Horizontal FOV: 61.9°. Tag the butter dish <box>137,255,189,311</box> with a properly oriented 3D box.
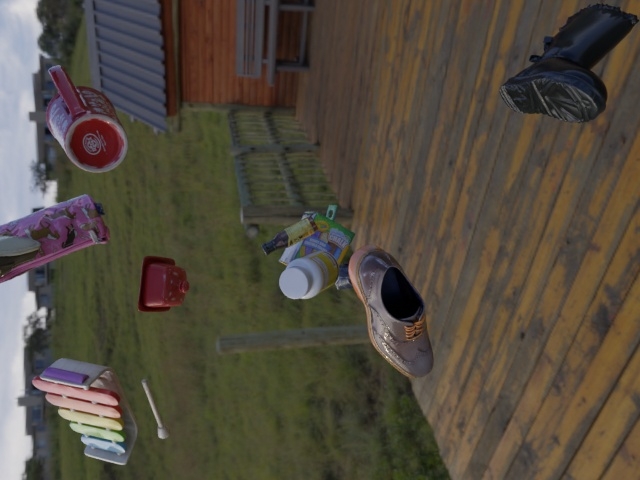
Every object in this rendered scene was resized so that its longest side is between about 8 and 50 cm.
[{"bbox_3d":[-0.431,0.129,1.530,0.160,0.118,0.160,21,-107,-71],"label":"butter dish"}]

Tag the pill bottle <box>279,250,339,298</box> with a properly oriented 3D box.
[{"bbox_3d":[-0.018,0.055,0.838,0.116,0.065,0.065,-18,-69,-66],"label":"pill bottle"}]

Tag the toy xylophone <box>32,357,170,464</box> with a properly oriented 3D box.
[{"bbox_3d":[-0.475,0.376,1.183,0.081,0.236,0.323,-68,-28,-49],"label":"toy xylophone"}]

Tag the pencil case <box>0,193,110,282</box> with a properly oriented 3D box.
[{"bbox_3d":[-0.810,0.002,1.527,0.167,0.386,0.160,6,118,54],"label":"pencil case"}]

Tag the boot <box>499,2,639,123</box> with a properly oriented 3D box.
[{"bbox_3d":[0.210,-0.145,0.428,0.045,0.099,0.121,47,-178,-20],"label":"boot"}]

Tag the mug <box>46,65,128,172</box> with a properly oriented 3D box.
[{"bbox_3d":[-0.388,-0.187,0.858,0.113,0.150,0.169,-51,40,1],"label":"mug"}]

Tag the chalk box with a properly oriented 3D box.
[{"bbox_3d":[0.000,0.000,1.514,0.213,0.132,0.132,-62,18,-6],"label":"chalk box"}]

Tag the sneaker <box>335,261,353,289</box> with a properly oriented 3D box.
[{"bbox_3d":[0.144,0.122,1.767,0.163,0.226,0.086,-12,71,31],"label":"sneaker"}]

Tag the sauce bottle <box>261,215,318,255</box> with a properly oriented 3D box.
[{"bbox_3d":[-0.068,-0.008,1.170,0.042,0.128,0.042,60,176,7],"label":"sauce bottle"}]

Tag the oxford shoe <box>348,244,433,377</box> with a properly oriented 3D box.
[{"bbox_3d":[0.177,0.184,1.187,0.364,0.130,0.132,60,166,-24],"label":"oxford shoe"}]

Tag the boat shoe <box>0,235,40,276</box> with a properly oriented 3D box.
[{"bbox_3d":[-0.836,0.057,1.317,0.305,0.109,0.091,-25,-49,-64],"label":"boat shoe"}]
